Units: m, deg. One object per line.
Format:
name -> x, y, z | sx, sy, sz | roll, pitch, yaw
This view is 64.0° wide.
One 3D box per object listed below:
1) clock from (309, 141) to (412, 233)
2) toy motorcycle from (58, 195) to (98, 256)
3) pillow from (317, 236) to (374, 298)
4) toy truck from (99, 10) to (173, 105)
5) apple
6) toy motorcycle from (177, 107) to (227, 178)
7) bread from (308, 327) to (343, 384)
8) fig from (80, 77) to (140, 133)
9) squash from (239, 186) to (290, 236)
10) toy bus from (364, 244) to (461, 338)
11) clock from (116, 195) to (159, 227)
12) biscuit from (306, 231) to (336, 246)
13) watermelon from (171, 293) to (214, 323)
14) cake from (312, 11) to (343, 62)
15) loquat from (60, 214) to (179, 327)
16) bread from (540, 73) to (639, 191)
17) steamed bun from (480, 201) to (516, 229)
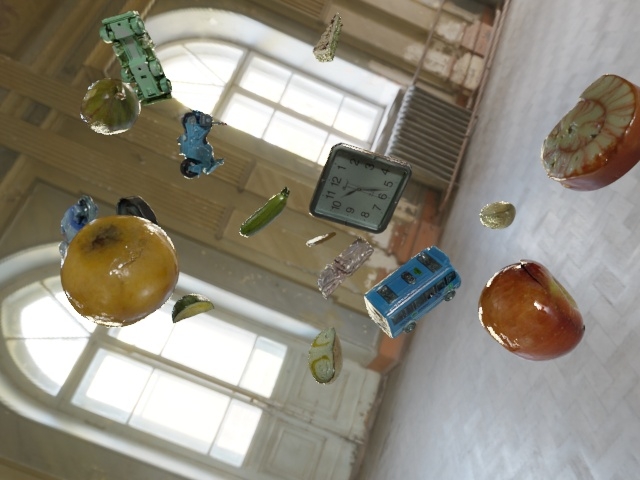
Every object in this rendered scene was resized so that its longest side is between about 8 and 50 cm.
clock -> 0.128, -0.166, 1.664 | 0.049, 0.279, 0.273 | -90, 20, -56
toy motorcycle -> -0.808, 0.020, 1.720 | 0.182, 0.241, 0.318 | -14, -86, -72
pillow -> 0.080, 0.090, 1.835 | 0.248, 0.049, 0.135 | -45, 25, 7
toy truck -> -0.538, -0.548, 1.526 | 0.135, 0.129, 0.259 | -90, -15, -48
apple -> 0.518, 0.182, 1.272 | 0.206, 0.251, 0.272 | -42, -18, 20
toy motorcycle -> -0.468, -0.380, 2.032 | 0.124, 0.182, 0.271 | 8, 98, 53
bread -> 0.023, 0.317, 1.397 | 0.083, 0.094, 0.157 | -21, 60, 29
fig -> -0.509, -0.347, 1.259 | 0.245, 0.149, 0.149 | -8, 56, 59
squash -> -0.193, -0.092, 1.835 | 0.252, 0.066, 0.066 | -39, 14, 20
toy bus -> 0.240, 0.129, 1.325 | 0.246, 0.113, 0.134 | -36, -43, -10
clock -> -0.570, -0.052, 1.603 | 0.040, 0.184, 0.184 | -30, -24, -43
biscuit -> 0.000, 0.000, 1.299 | 0.092, 0.082, 0.016 | -56, -55, -78
watermelon -> -0.536, 0.264, 2.105 | 0.182, 0.075, 0.091 | -21, -40, -27
cake -> 0.034, -0.541, 1.364 | 0.139, 0.055, 0.051 | -62, -35, -10
loquat -> -0.461, 0.070, 1.187 | 0.263, 0.263, 0.262 | -157, 90, -86
bread -> 0.798, -0.298, 1.482 | 0.327, 0.114, 0.295 | -54, 23, 33
steamed bun -> 0.684, -0.093, 1.958 | 0.130, 0.090, 0.112 | -12, 30, 40
